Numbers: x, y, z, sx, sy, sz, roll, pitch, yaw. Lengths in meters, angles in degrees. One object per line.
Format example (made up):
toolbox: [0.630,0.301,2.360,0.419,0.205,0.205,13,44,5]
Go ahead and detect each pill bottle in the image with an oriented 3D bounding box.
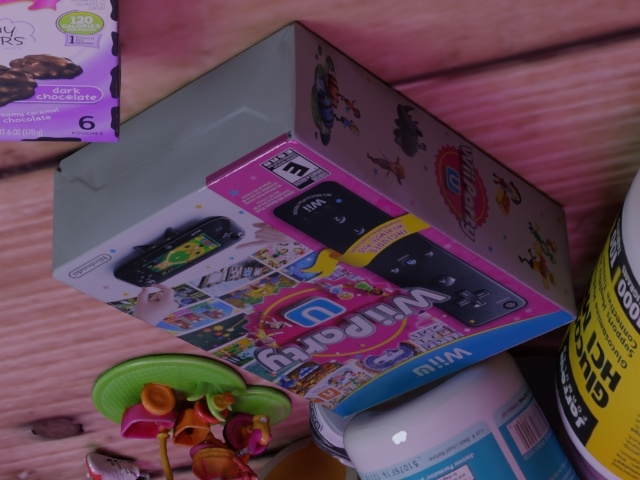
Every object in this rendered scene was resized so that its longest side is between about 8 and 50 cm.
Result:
pill bottle: [0.275,0.076,1.397,0.188,0.188,0.334,1,147,-7]
pill bottle: [0.137,0.224,1.462,0.146,0.264,0.146,-28,-176,2]

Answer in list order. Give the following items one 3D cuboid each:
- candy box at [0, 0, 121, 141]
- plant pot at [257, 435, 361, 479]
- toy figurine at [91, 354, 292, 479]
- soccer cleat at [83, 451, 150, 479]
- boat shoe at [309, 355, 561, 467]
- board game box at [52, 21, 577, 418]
candy box: [-0.199,-0.140,1.126,0.165,0.070,0.196,0,148,-5]
plant pot: [0.032,0.274,1.701,0.205,0.205,0.188,-22,127,27]
toy figurine: [-0.102,0.196,1.581,0.173,0.159,0.130,12,144,-24]
soccer cleat: [-0.180,0.203,1.709,0.035,0.029,0.083,-22,147,13]
boat shoe: [0.142,0.163,1.596,0.306,0.113,0.105,2,154,-3]
board game box: [0.000,0.000,1.342,0.224,0.097,0.303,-27,141,33]
